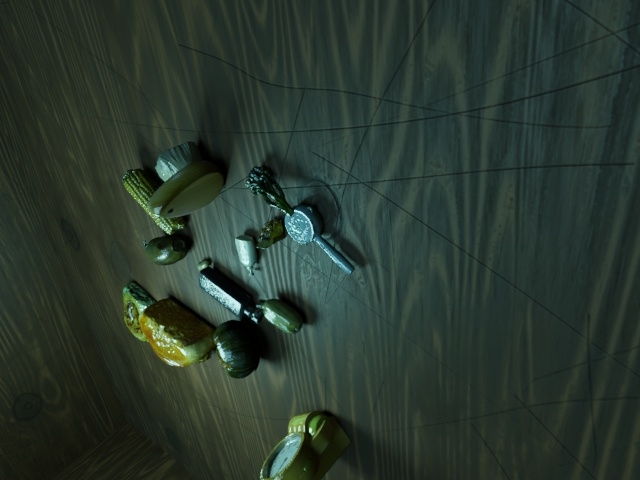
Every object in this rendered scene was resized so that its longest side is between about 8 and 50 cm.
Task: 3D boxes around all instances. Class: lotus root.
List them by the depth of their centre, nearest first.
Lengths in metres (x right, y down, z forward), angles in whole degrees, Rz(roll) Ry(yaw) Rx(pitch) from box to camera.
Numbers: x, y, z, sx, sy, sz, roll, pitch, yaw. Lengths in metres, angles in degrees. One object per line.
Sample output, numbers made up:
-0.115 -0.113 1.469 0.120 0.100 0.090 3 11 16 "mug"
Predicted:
-0.140 0.254 1.456 0.183 0.077 0.090 29 123 22 "lotus root"
-0.639 0.043 1.736 0.241 0.124 0.122 -5 95 45 "lotus root"

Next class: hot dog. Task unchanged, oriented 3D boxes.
-0.655 0.452 1.946 0.406 0.185 0.222 26 127 28 "hot dog"

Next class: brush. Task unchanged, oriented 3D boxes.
-0.456 -0.186 1.343 0.166 0.267 0.174 41 144 13 "brush"

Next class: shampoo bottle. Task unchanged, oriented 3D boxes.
-0.253 0.058 1.464 0.077 0.045 0.151 10 118 35 "shampoo bottle"
-0.346 0.221 1.622 0.310 0.071 0.098 33 131 23 "shampoo bottle"

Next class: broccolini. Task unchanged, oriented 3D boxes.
-0.146 -0.145 1.213 0.203 0.091 0.068 42 179 33 "broccolini"

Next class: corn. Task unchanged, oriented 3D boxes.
-0.653 -0.158 1.647 0.317 0.115 0.115 49 136 4 "corn"

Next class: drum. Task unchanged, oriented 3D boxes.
-0.012 0.009 1.221 0.130 0.049 0.253 -35 89 46 "drum"

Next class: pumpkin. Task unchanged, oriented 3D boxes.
-0.328 0.431 1.666 0.238 0.159 0.237 46 150 37 "pumpkin"

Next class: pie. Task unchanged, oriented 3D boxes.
-0.965 0.390 2.244 0.355 0.103 0.288 38 128 21 "pie"

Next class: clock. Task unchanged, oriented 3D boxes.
-0.071 0.805 1.553 0.200 0.317 0.244 48 136 -1 "clock"

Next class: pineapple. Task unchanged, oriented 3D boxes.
-0.161 -0.008 1.315 0.077 0.114 0.114 47 143 -17 "pineapple"

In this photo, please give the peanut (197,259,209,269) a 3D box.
-0.474 0.099 1.691 0.083 0.037 0.037 -15 103 51 "peanut"
